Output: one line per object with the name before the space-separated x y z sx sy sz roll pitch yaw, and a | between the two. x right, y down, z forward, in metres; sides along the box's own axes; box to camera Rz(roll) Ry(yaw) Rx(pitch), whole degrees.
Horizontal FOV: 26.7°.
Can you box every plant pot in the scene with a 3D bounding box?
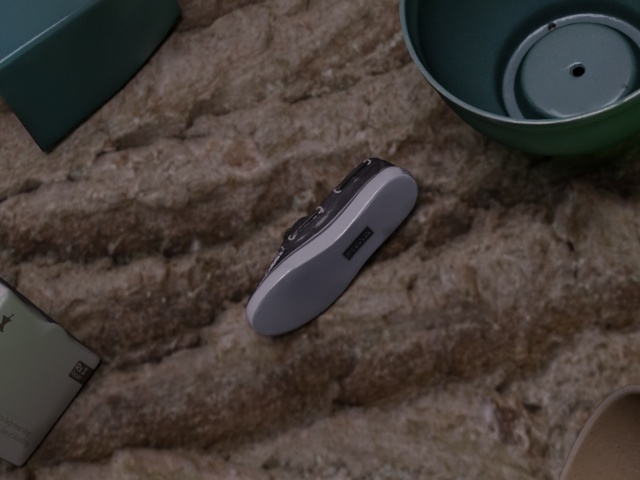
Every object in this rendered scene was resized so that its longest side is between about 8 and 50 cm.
plant pot | 0.244 -0.201 1.338 0.293 0.196 0.293 -8 65 16
plant pot | -0.296 -0.263 1.573 0.234 0.165 0.165 -37 61 -7

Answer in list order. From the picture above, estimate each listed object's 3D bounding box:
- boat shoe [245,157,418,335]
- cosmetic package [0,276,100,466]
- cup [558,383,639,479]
boat shoe | 0.000 0.000 1.405 0.228 0.080 0.076 -48 44 -2
cosmetic package | -0.447 0.059 1.451 0.385 0.217 0.156 33 80 30
cup | 0.320 0.298 1.053 0.237 0.331 0.331 14 70 -5
